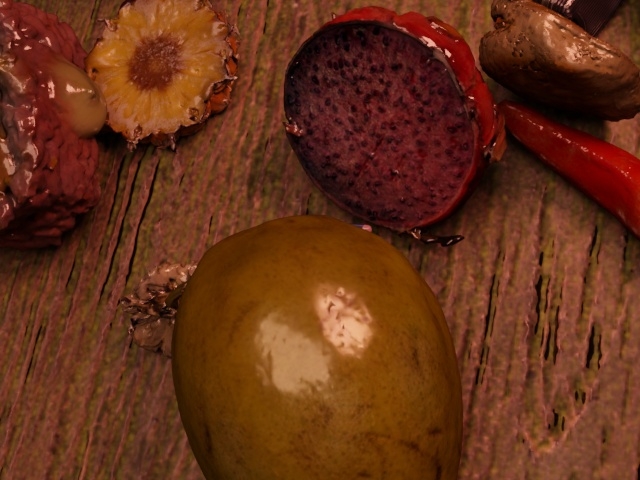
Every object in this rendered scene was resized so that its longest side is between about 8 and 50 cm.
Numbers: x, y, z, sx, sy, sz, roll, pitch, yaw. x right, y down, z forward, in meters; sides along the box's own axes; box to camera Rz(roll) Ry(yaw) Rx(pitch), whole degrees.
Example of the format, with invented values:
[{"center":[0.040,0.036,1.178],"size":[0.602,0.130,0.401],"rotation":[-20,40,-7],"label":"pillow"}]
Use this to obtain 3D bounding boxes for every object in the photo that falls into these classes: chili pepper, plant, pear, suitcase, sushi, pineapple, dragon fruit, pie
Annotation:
[{"center":[0.276,-0.055,0.935],"size":[0.063,0.071,0.272],"rotation":[-45,64,-7],"label":"chili pepper"},{"center":[-0.143,0.067,0.985],"size":[0.116,0.122,0.104],"rotation":[-24,78,-2],"label":"plant"},{"center":[-0.004,0.130,0.859],"size":[0.253,0.253,0.307],"rotation":[-14,76,10],"label":"pear"},{"center":[0.265,-0.259,1.000],"size":[0.059,0.086,0.126],"rotation":[32,82,38],"label":"suitcase"},{"center":[-0.336,-0.121,1.061],"size":[0.236,0.171,0.270],"rotation":[-24,71,20],"label":"sushi"},{"center":[-0.179,-0.190,1.122],"size":[0.221,0.047,0.221],"rotation":[-6,71,17],"label":"pineapple"},{"center":[0.088,-0.134,0.978],"size":[0.223,0.218,0.148],"rotation":[29,39,15],"label":"dragon fruit"},{"center":[0.224,-0.163,0.924],"size":[0.163,0.193,0.079],"rotation":[29,94,28],"label":"pie"}]

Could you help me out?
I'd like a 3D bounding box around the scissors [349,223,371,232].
[{"center":[0.000,0.000,1.015],"size":[0.113,0.012,0.039],"rotation":[2,115,21],"label":"scissors"}]
